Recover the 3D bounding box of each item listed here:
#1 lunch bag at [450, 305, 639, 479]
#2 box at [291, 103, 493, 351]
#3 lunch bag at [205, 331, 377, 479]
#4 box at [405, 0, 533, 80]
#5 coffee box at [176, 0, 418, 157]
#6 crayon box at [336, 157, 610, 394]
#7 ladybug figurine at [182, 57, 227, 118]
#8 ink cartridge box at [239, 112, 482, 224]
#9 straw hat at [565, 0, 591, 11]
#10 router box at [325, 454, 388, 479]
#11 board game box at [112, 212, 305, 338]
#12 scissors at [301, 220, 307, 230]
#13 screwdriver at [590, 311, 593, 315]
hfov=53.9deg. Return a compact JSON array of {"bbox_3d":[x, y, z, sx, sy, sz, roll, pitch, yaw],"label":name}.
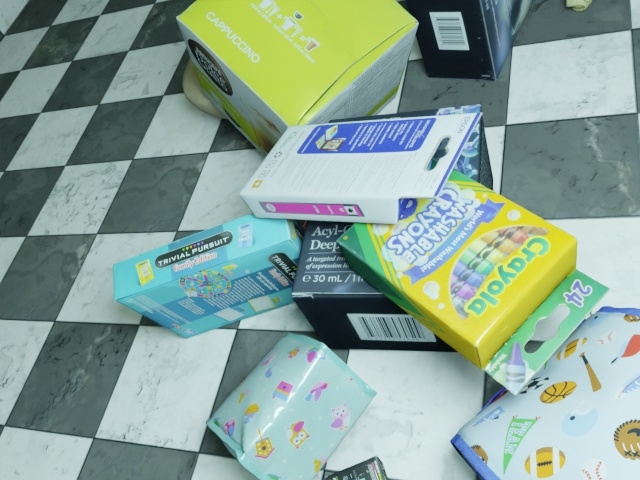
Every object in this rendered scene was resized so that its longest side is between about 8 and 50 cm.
[{"bbox_3d":[0.384,0.271,0.794,0.327,0.239,0.385,-40,27,-5],"label":"lunch bag"},{"bbox_3d":[0.149,-0.021,1.136,0.293,0.212,0.396,-3,55,20],"label":"box"},{"bbox_3d":[-0.064,0.274,1.053,0.223,0.160,0.262,-51,18,-15],"label":"lunch bag"},{"bbox_3d":[0.340,-0.571,1.406,0.182,0.296,0.294,12,62,32],"label":"box"},{"bbox_3d":[-0.047,-0.382,1.343,0.338,0.334,0.337,-43,81,-10],"label":"coffee box"},{"bbox_3d":[0.205,0.031,0.887,0.203,0.083,0.323,-43,53,-12],"label":"crayon box"},{"bbox_3d":[-0.174,-0.489,1.672,0.305,0.162,0.449,22,68,35],"label":"ladybug figurine"},{"bbox_3d":[0.057,-0.111,0.973,0.370,0.069,0.176,3,49,41],"label":"ink cartridge box"},{"bbox_3d":[0.589,-0.557,1.434,0.144,0.144,0.061,39,120,40],"label":"straw hat"},{"bbox_3d":[0.069,0.409,0.973,0.092,0.038,0.123,-25,49,7],"label":"router box"},{"bbox_3d":[-0.172,0.069,1.189,0.335,0.254,0.079,-19,61,10],"label":"board game box"},{"bbox_3d":[0.000,0.000,1.321,0.297,0.021,0.109,16,64,34],"label":"scissors"},{"bbox_3d":[0.435,0.066,1.071,0.025,0.024,0.170,-44,45,28],"label":"screwdriver"}]
